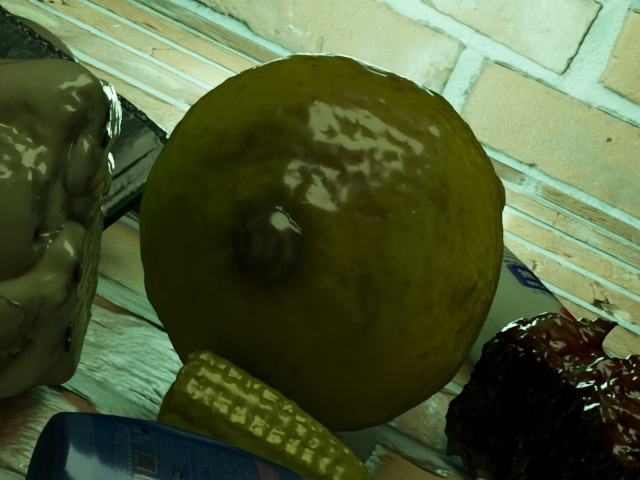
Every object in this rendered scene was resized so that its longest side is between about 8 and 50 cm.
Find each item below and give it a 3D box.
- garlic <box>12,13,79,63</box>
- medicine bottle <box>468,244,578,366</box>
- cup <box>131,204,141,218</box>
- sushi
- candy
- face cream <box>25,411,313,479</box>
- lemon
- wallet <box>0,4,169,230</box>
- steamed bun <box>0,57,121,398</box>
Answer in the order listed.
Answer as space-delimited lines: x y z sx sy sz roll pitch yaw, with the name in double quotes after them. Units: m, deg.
-0.372 -0.151 1.700 0.292 0.210 0.237 27 -19 24 "garlic"
0.221 0.091 1.760 0.130 0.130 0.341 19 16 -22 "medicine bottle"
-0.162 -0.062 1.748 0.129 0.095 0.128 11 20 -44 "cup"
0.256 0.200 1.366 0.197 0.181 0.343 8 19 -29 "sushi"
-0.040 0.175 1.143 0.199 0.106 0.094 29 -3 -1 "candy"
-0.076 0.199 1.025 0.264 0.083 0.149 19 29 -20 "face cream"
0.000 0.000 1.306 0.350 0.349 0.387 29 4 17 "lemon"
-0.336 -0.114 1.509 0.342 0.075 0.237 37 54 16 "wallet"
-0.278 -0.016 1.151 0.207 0.267 0.280 10 0 -4 "steamed bun"
